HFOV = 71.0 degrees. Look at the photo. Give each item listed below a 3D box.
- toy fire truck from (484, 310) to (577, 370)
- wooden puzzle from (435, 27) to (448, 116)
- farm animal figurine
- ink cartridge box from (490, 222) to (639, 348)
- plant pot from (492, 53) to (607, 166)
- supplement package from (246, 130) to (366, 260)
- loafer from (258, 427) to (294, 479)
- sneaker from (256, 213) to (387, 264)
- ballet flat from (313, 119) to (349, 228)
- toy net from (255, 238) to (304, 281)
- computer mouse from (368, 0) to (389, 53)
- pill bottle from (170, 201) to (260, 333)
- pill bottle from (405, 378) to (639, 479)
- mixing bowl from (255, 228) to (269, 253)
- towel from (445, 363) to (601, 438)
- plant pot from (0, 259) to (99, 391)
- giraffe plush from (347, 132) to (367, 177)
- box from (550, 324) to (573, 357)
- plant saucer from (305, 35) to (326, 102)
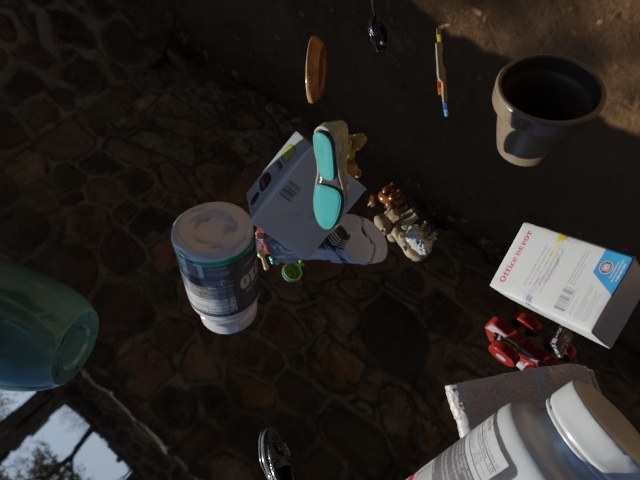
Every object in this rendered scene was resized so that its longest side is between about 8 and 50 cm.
[{"bbox_3d":[0.697,0.390,1.547,0.302,0.169,0.254,39,165,18],"label":"toy fire truck"},{"bbox_3d":[0.185,-0.259,0.694,0.014,0.116,0.078,-5,160,20],"label":"wooden puzzle"},{"bbox_3d":[0.285,-0.049,1.617,0.326,0.172,0.330,52,-169,20],"label":"farm animal figurine"},{"bbox_3d":[0.542,0.094,0.988,0.168,0.171,0.233,28,-178,-41],"label":"ink cartridge box"},{"bbox_3d":[0.580,-0.324,1.207,0.263,0.263,0.229,32,156,21],"label":"plant pot"},{"bbox_3d":[-0.041,-0.104,0.966,0.149,0.194,0.203,37,-171,-22],"label":"supplement package"},{"bbox_3d":[-0.107,0.672,1.291,0.084,0.096,0.267,-36,57,35],"label":"loafer"},{"bbox_3d":[0.000,0.000,1.287,0.366,0.137,0.210,12,165,-27],"label":"sneaker"},{"bbox_3d":[0.022,-0.090,0.637,0.057,0.052,0.168,28,138,28],"label":"ballet flat"},{"bbox_3d":[-0.160,0.048,1.512,0.232,0.122,0.045,33,142,-9],"label":"toy net"},{"bbox_3d":[0.072,-0.408,0.744,0.041,0.071,0.242,8,156,24],"label":"computer mouse"},{"bbox_3d":[-0.271,0.088,1.226,0.204,0.204,0.360,31,143,23],"label":"pill bottle"},{"bbox_3d":[0.268,0.335,0.610,0.176,0.176,0.318,42,113,3],"label":"pill bottle"},{"bbox_3d":[-0.212,-0.011,1.891,0.181,0.098,0.181,39,136,51],"label":"mixing bowl"},{"bbox_3d":[0.383,0.330,0.806,0.049,0.283,0.187,95,166,-68],"label":"towel"},{"bbox_3d":[-0.680,0.216,1.055,0.235,0.292,0.293,16,151,1],"label":"plant pot"},{"bbox_3d":[0.085,-0.297,1.644,0.182,0.210,0.170,-1,109,10],"label":"giraffe plush"},{"bbox_3d":[0.725,0.299,1.347,0.018,0.083,0.067,6,138,55],"label":"box"},{"bbox_3d":[-0.011,-0.535,1.410,0.037,0.199,0.200,5,145,7],"label":"plant saucer"}]
